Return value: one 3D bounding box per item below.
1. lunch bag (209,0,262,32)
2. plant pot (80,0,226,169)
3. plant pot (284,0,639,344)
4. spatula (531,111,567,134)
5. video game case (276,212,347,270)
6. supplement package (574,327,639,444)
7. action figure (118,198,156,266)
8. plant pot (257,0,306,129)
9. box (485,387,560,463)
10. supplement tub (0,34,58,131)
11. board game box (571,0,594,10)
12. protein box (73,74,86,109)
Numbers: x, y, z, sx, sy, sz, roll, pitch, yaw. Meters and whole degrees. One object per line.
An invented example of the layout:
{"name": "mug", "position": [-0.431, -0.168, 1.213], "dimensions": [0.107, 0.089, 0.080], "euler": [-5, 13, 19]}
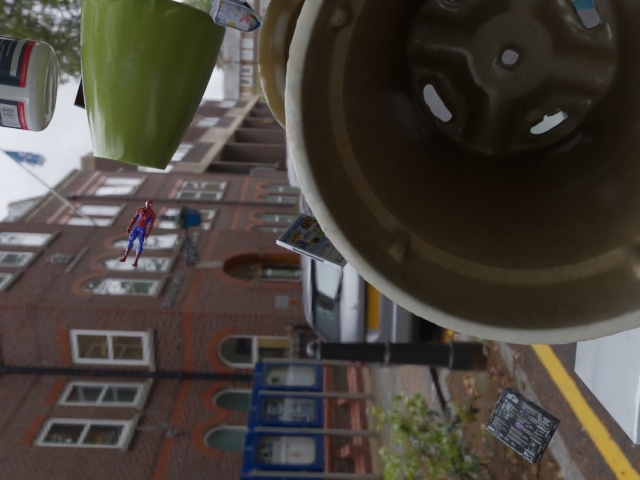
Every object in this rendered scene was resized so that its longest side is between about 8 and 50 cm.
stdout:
{"name": "lunch bag", "position": [-0.144, -0.393, 1.192], "dimensions": [0.071, 0.083, 0.053], "euler": [-117, 46, -58]}
{"name": "plant pot", "position": [-0.341, -0.292, 1.328], "dimensions": [0.275, 0.274, 0.294], "euler": [-114, 34, -87]}
{"name": "plant pot", "position": [0.168, -0.135, 0.574], "dimensions": [0.305, 0.333, 0.334], "euler": [-62, -23, -66]}
{"name": "spatula", "position": [0.558, -0.206, 1.472], "dimensions": [0.019, 0.241, 0.168], "euler": [-90, -10, -66]}
{"name": "video game case", "position": [0.000, 0.000, 1.151], "dimensions": [0.087, 0.122, 0.011], "euler": [-51, -24, -44]}
{"name": "supplement package", "position": [0.385, 0.057, 0.743], "dimensions": [0.204, 0.145, 0.262], "euler": [-68, -20, -79]}
{"name": "action figure", "position": [-0.302, -0.014, 1.150], "dimensions": [0.030, 0.038, 0.115], "euler": [1, -72, -87]}
{"name": "plant pot", "position": [-0.012, -0.279, 1.069], "dimensions": [0.236, 0.032, 0.237], "euler": [-15, -72, -54]}
{"name": "box", "position": [0.273, 0.250, 0.936], "dimensions": [0.083, 0.018, 0.067], "euler": [31, 102, 44]}
{"name": "supplement tub", "position": [-0.706, -0.338, 1.442], "dimensions": [0.191, 0.272, 0.191], "euler": [-173, 90, -78]}
{"name": "board game box", "position": [0.408, -0.433, 1.118], "dimensions": [0.160, 0.210, 0.047], "euler": [48, 140, 33]}
{"name": "protein box", "position": [-0.420, -0.346, 1.571], "dimensions": [0.200, 0.201, 0.136], "euler": [-97, 28, -72]}
